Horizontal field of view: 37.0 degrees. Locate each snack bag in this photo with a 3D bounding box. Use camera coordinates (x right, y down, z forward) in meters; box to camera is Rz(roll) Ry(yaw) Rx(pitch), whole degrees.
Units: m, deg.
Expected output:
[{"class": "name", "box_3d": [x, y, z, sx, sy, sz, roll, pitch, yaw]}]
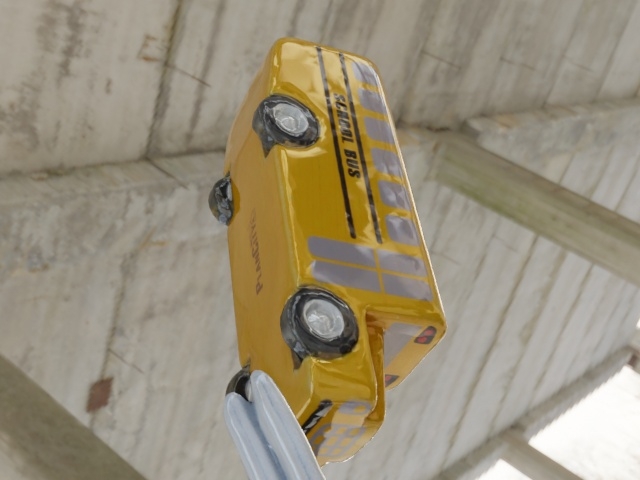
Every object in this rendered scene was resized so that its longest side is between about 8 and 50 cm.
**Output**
[{"class": "snack bag", "box_3d": [0.042, 0.264, 0.491, 0.037, 0.342, 0.323, -23, -26, -11]}]

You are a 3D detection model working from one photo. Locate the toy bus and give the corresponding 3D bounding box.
[{"class": "toy bus", "box_3d": [0.000, 0.000, 0.701, 0.130, 0.333, 0.108, 11, -43, -25]}]
